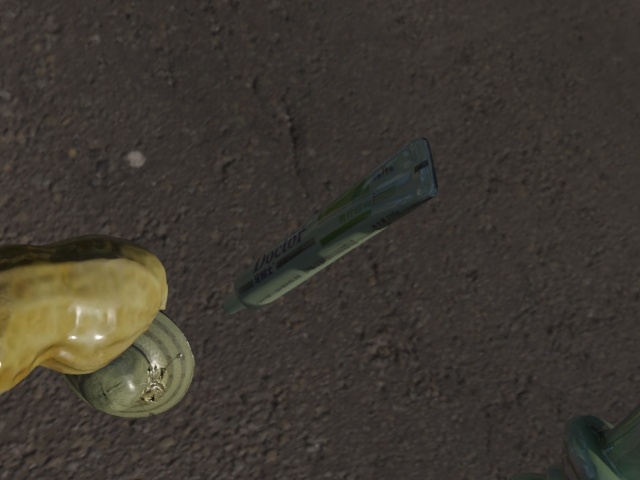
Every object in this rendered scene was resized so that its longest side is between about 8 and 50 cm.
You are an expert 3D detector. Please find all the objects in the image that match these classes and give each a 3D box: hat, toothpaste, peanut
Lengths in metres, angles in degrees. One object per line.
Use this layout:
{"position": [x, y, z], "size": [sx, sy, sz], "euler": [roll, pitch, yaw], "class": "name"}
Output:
{"position": [-0.343, 0.225, 1.587], "size": [0.252, 0.252, 0.110], "euler": [39, 25, -13], "class": "hat"}
{"position": [0.000, 0.000, 0.614], "size": [0.029, 0.197, 0.048], "euler": [25, 45, -34], "class": "toothpaste"}
{"position": [-0.279, 0.072, 0.951], "size": [0.305, 0.147, 0.147], "euler": [-9, 72, -55], "class": "peanut"}

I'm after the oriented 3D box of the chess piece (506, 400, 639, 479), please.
{"position": [0.170, 0.114, 0.500], "size": [0.139, 0.272, 0.139], "euler": [35, 26, -20], "class": "chess piece"}
